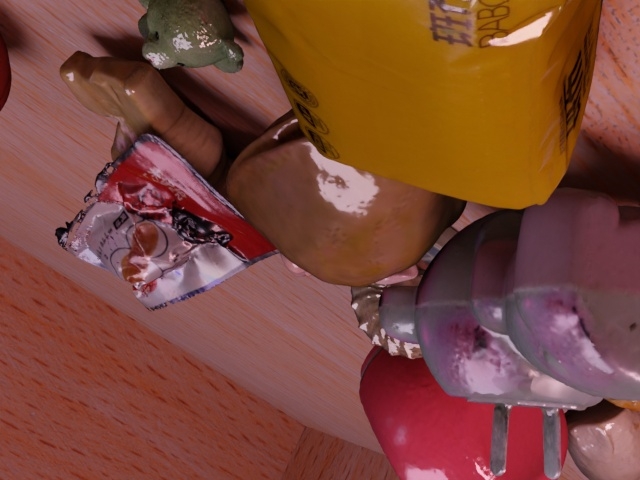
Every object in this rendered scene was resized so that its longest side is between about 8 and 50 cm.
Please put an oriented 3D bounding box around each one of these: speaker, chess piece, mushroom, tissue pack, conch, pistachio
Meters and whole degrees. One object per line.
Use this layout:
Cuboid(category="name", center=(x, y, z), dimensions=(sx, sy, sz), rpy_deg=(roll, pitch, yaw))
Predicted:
Cuboid(category="speaker", center=(0.181, 0.235, 1.339), dimensions=(0.294, 0.294, 0.294), rpy_deg=(24, 164, 7))
Cuboid(category="chess piece", center=(-0.170, -0.102, 1.128), dimensions=(0.137, 0.137, 0.301), rpy_deg=(18, 157, 28))
Cuboid(category="mushroom", center=(0.415, 0.285, 1.412), dimensions=(0.128, 0.128, 0.350), rpy_deg=(15, 164, 36))
Cuboid(category="tissue pack", center=(0.059, -0.138, 0.585), dimensions=(0.192, 0.134, 0.271), rpy_deg=(20, 164, 20))
Cuboid(category="conch", center=(0.102, 0.062, 1.233), dimensions=(0.207, 0.130, 0.155), rpy_deg=(-44, -67, -75))
Cuboid(category="pistachio", center=(0.021, -0.054, 0.878), dimensions=(0.213, 0.162, 0.260), rpy_deg=(-9, 158, 2))

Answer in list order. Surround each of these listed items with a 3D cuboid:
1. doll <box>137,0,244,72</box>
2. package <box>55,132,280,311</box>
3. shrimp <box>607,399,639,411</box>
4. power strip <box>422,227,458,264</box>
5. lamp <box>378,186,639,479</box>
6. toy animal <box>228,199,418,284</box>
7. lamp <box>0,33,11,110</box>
Cuboid(category="doll", center=(-0.122, -0.176, 0.887), dimensions=(0.115, 0.077, 0.150), rpy_deg=(42, 172, -14))
Cuboid(category="package", center=(-0.178, -0.006, 1.130), dimensions=(0.194, 0.071, 0.269), rpy_deg=(32, 136, -22))
Cuboid(category="shrimp", center=(0.371, 0.155, 1.219), dimensions=(0.188, 0.051, 0.132), rpy_deg=(21, 146, 0))
Cuboid(category="power strip", center=(0.179, 0.038, 1.157), dimensions=(0.227, 0.029, 0.080), rpy_deg=(32, 163, -19))
Cuboid(category="lamp", center=(0.206, 0.082, 0.872), dimensions=(0.247, 0.247, 0.301), rpy_deg=(4, 170, -17))
Cuboid(category="toy animal", center=(-0.001, 0.002, 1.121), dimensions=(0.212, 0.124, 0.124), rpy_deg=(39, 165, 5))
Cuboid(category="lamp", center=(-0.464, -0.193, 1.142), dimensions=(0.227, 0.226, 0.227), rpy_deg=(24, 164, 7))
